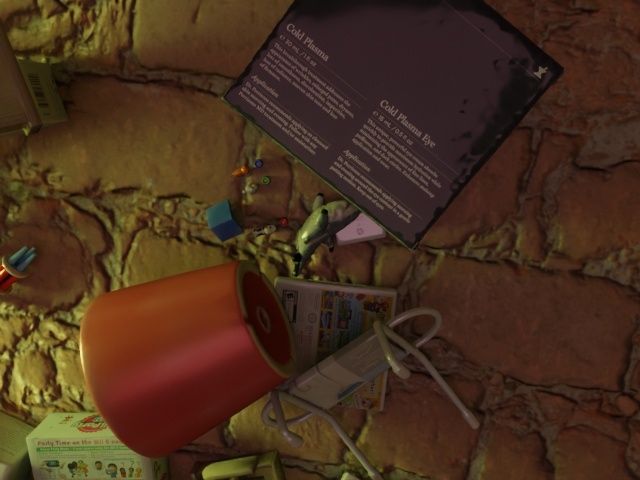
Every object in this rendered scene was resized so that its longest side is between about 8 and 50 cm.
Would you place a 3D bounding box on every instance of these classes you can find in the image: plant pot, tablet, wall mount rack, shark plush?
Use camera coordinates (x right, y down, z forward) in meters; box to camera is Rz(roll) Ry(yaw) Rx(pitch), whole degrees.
[{"bbox_3d":[-0.186,0.164,0.921,0.243,0.275,0.275,-24,98,11],"label":"plant pot"},{"bbox_3d":[0.065,-0.024,0.996,0.083,0.006,0.054,-10,101,8],"label":"tablet"},{"bbox_3d":[0.091,0.270,0.970,0.350,0.130,0.304,-36,137,13],"label":"wall mount rack"},{"bbox_3d":[0.000,0.000,0.980,0.067,0.073,0.161,26,101,-20],"label":"shark plush"}]

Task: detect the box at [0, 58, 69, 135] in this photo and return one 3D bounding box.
[{"bbox_3d":[-0.482,-0.229,0.957,0.087,0.102,0.101,-15,101,6],"label":"box"}]

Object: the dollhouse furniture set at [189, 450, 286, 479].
[{"bbox_3d":[-0.156,0.474,0.997,0.161,0.242,0.212,-13,100,8],"label":"dollhouse furniture set"}]

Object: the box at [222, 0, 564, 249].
[{"bbox_3d":[0.098,-0.221,0.864,0.343,0.179,0.312,39,102,-3],"label":"box"}]

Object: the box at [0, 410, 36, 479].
[{"bbox_3d":[-0.644,0.418,1.095,0.182,0.119,0.181,26,102,0],"label":"box"}]

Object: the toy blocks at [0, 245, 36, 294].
[{"bbox_3d":[-0.579,0.036,1.044,0.148,0.054,0.123,-40,96,11],"label":"toy blocks"}]

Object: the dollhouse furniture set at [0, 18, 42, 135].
[{"bbox_3d":[-0.600,-0.186,0.885,0.256,0.394,0.362,-23,100,-30],"label":"dollhouse furniture set"}]

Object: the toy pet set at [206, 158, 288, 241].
[{"bbox_3d":[-0.129,-0.056,0.977,0.114,0.065,0.122,-23,98,9],"label":"toy pet set"}]

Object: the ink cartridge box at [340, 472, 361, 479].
[{"bbox_3d":[0.057,0.521,1.014,0.140,0.082,0.190,28,66,10],"label":"ink cartridge box"}]

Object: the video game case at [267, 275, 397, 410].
[{"bbox_3d":[0.017,0.180,1.024,0.206,0.026,0.227,6,106,4],"label":"video game case"}]

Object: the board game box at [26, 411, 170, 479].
[{"bbox_3d":[-0.393,0.476,1.096,0.224,0.097,0.303,-2,103,5],"label":"board game box"}]
